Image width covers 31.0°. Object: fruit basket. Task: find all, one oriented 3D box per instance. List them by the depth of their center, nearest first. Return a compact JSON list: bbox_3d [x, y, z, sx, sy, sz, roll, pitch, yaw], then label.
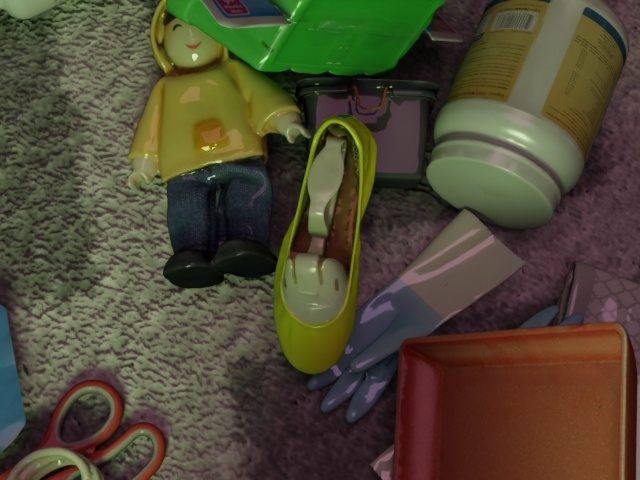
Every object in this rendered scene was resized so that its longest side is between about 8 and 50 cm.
[{"bbox_3d":[-0.053,-0.313,1.055,0.327,0.165,0.353,-6,58,-49],"label":"fruit basket"}]

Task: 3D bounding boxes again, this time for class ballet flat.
[{"bbox_3d":[0.000,0.000,1.000,0.077,0.077,0.231,10,84,10],"label":"ballet flat"}]

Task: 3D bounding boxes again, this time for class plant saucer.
[{"bbox_3d":[0.148,0.200,0.882,0.048,0.258,0.259,11,77,-32],"label":"plant saucer"}]

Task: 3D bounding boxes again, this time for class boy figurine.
[{"bbox_3d":[-0.097,-0.103,1.072,0.177,0.092,0.285,-10,74,13],"label":"boy figurine"}]

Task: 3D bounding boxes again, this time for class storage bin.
[{"bbox_3d":[0.044,-0.100,1.090,0.135,0.098,0.091,1,81,-3],"label":"storage bin"}]

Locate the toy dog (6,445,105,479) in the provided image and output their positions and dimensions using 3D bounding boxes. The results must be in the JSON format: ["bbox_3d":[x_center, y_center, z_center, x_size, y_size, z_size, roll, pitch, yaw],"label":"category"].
[{"bbox_3d":[-0.273,0.315,0.875,0.334,0.161,0.220,-33,82,-11],"label":"toy dog"}]

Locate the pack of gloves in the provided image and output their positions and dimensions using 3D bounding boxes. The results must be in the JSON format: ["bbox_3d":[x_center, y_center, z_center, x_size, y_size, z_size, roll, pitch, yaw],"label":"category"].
[{"bbox_3d":[0.113,0.103,1.015,0.232,0.046,0.195,-43,66,-8],"label":"pack of gloves"}]

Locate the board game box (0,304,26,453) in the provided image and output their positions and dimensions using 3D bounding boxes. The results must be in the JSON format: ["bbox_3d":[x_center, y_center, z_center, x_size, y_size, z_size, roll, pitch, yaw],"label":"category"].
[{"bbox_3d":[-0.326,0.132,1.010,0.133,0.033,0.168,-17,64,-2],"label":"board game box"}]

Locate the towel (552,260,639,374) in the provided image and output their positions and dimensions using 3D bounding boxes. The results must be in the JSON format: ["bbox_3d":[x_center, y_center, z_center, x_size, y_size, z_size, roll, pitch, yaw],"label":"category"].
[{"bbox_3d":[0.328,0.209,1.016,0.317,0.053,0.331,19,71,3],"label":"towel"}]

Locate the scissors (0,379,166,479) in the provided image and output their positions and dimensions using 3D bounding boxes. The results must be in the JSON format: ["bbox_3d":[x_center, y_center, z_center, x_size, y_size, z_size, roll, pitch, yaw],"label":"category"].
[{"bbox_3d":[-0.274,0.229,0.986,0.297,0.021,0.109,-34,78,-16],"label":"scissors"}]

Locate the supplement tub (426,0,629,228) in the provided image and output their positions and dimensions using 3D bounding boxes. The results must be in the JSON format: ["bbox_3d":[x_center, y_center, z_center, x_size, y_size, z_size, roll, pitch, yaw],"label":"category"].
[{"bbox_3d":[0.191,-0.126,1.076,0.144,0.144,0.199,24,71,5],"label":"supplement tub"}]

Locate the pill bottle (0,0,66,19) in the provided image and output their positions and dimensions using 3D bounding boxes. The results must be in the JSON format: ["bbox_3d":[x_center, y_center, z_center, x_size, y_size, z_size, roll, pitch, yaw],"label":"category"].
[{"bbox_3d":[-0.279,-0.288,1.111,0.229,0.131,0.131,-30,75,-13],"label":"pill bottle"}]

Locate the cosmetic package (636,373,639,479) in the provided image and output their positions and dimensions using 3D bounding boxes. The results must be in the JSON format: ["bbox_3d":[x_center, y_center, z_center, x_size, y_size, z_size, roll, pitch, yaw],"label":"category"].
[{"bbox_3d":[0.284,0.205,0.902,0.151,0.151,0.183,3,76,0],"label":"cosmetic package"}]
